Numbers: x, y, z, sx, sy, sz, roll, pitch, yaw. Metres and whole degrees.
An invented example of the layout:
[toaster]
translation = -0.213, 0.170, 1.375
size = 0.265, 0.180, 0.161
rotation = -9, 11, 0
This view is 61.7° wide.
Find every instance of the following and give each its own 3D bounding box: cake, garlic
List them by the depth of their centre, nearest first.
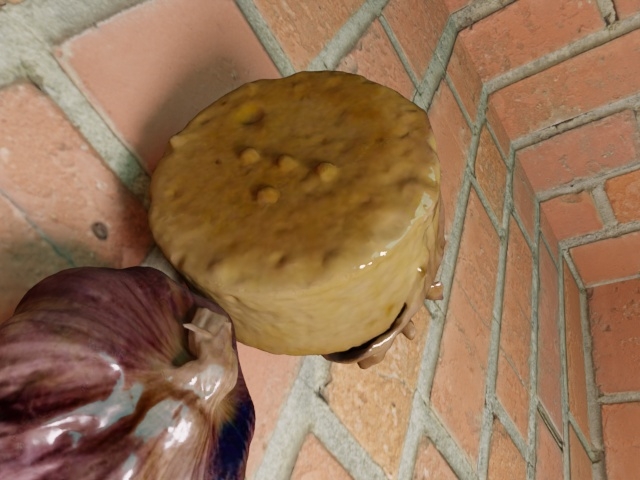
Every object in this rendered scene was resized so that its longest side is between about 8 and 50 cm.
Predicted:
[garlic]
translation = -0.140, 0.128, 0.423
size = 0.245, 0.160, 0.245
rotation = 38, 39, -40
[cake]
translation = -0.005, 0.006, 0.663
size = 0.321, 0.332, 0.332
rotation = 71, 23, -51

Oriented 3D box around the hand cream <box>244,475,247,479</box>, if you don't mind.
[hand cream]
translation = -0.125, 0.197, 0.592
size = 0.086, 0.055, 0.235
rotation = -19, 98, -57
